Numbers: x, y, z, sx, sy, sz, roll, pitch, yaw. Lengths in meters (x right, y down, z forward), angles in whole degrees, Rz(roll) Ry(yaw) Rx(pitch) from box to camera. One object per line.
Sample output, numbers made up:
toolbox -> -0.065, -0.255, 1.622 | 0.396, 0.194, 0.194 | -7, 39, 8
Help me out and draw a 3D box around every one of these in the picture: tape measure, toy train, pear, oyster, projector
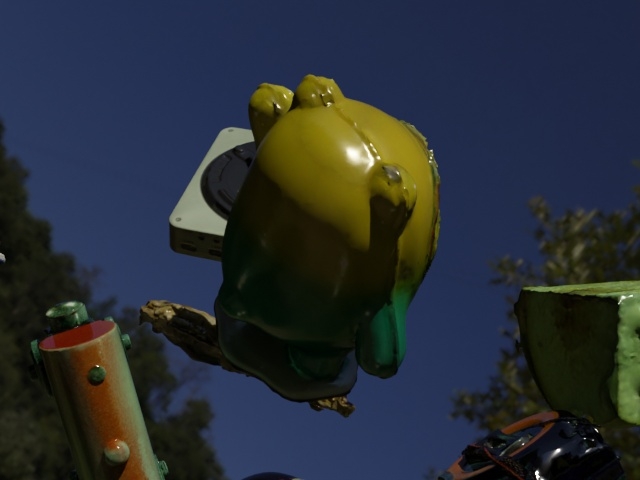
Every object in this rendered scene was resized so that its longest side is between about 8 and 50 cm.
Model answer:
tape measure -> 0.243, 0.287, 1.559 | 0.135, 0.202, 0.223 | 62, -25, -4
toy train -> -0.225, 0.205, 1.372 | 0.177, 0.116, 0.285 | -161, -124, -72
pear -> 0.438, 0.140, 1.714 | 0.286, 0.281, 0.176 | -176, -99, -69
oyster -> -0.084, 0.150, 1.679 | 0.345, 0.079, 0.128 | 29, -27, -30
projector -> -0.042, -0.057, 1.718 | 0.257, 0.259, 0.079 | 10, -54, 9

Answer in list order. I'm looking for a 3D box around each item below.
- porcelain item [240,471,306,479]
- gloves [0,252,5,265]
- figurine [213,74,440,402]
porcelain item -> -0.037, 0.438, 1.769 | 0.253, 0.253, 0.253 | 29, -35, 23
gloves -> -0.541, -0.027, 1.842 | 0.229, 0.097, 0.119 | 45, -4, -12
figurine -> 0.000, 0.000, 1.415 | 0.324, 0.231, 0.340 | 51, -38, 32
